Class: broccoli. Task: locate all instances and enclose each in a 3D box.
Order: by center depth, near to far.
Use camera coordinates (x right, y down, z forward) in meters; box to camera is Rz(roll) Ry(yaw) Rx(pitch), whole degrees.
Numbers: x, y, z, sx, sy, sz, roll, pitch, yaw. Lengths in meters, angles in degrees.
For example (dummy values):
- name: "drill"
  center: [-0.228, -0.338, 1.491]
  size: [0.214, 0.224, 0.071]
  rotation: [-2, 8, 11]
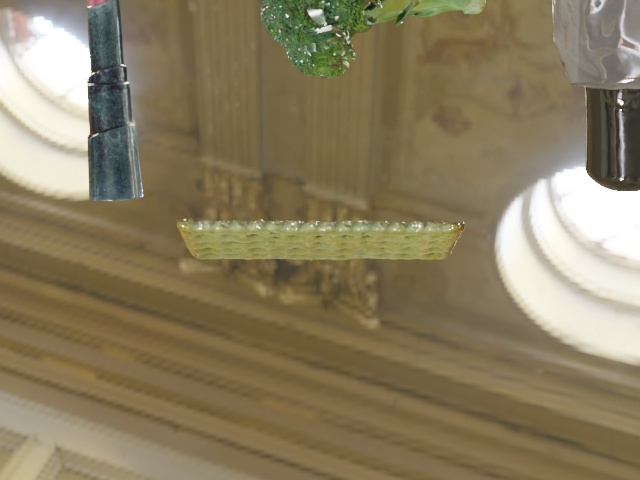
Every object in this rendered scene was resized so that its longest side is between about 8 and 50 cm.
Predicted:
- name: "broccoli"
  center: [0.056, -0.301, 1.591]
  size: [0.269, 0.254, 0.269]
  rotation: [7, -159, -3]

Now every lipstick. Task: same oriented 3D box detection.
- name: "lipstick"
  center: [-0.204, -0.157, 1.398]
  size: [0.054, 0.234, 0.053]
  rotation: [-1, -172, 0]

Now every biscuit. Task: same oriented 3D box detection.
- name: "biscuit"
  center: [0.000, 0.000, 1.202]
  size: [0.232, 0.139, 0.016]
  rotation: [0, -101, 0]

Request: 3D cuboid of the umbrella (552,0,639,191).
- name: "umbrella"
  center: [0.139, -0.188, 0.660]
  size: [0.073, 0.337, 0.067]
  rotation: [4, -162, 32]
